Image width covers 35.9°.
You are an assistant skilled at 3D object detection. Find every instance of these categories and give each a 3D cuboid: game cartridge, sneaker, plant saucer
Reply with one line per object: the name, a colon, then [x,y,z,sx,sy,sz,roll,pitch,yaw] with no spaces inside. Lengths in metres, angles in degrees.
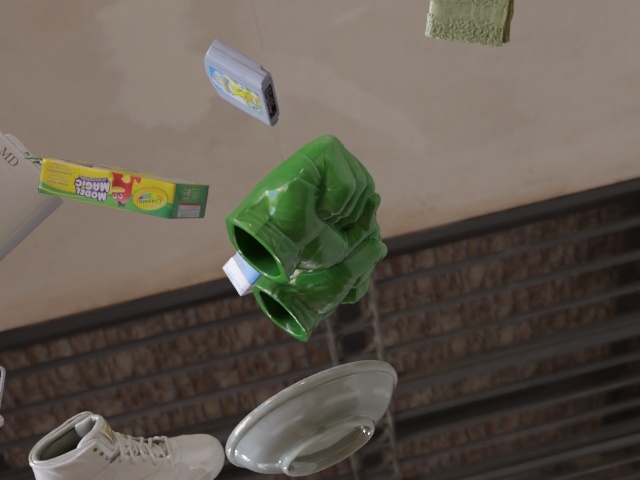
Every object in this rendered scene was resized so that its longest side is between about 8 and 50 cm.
game cartridge: [-0.059,-0.116,0.730,0.056,0.017,0.083,35,169,12]
sneaker: [-0.296,0.332,1.520,0.108,0.292,0.169,-125,23,-50]
plant saucer: [0.001,0.401,2.081,0.101,0.400,0.400,61,169,27]
sneaker: [-0.482,-0.121,1.645,0.061,0.053,0.152,-41,79,41]

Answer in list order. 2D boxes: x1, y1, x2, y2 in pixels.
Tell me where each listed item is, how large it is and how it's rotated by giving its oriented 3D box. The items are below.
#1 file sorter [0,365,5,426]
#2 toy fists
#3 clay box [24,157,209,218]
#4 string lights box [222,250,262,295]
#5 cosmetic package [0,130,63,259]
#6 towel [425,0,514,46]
file sorter: [-0.740,0.242,1.814,0.277,0.193,0.173,36,128,22]
toy fists: [0.000,0.000,0.994,0.096,0.142,0.279,34,162,22]
clay box: [-0.277,-0.073,1.336,0.127,0.222,0.053,-7,-73,-76]
string lights box: [-0.072,-0.003,1.973,0.077,0.133,0.260,55,131,14]
cosmetic package: [-0.575,-0.008,1.439,0.197,0.365,0.155,44,170,-5]
towel: [0.255,-0.390,1.686,0.027,0.148,0.110,-72,-14,-65]
